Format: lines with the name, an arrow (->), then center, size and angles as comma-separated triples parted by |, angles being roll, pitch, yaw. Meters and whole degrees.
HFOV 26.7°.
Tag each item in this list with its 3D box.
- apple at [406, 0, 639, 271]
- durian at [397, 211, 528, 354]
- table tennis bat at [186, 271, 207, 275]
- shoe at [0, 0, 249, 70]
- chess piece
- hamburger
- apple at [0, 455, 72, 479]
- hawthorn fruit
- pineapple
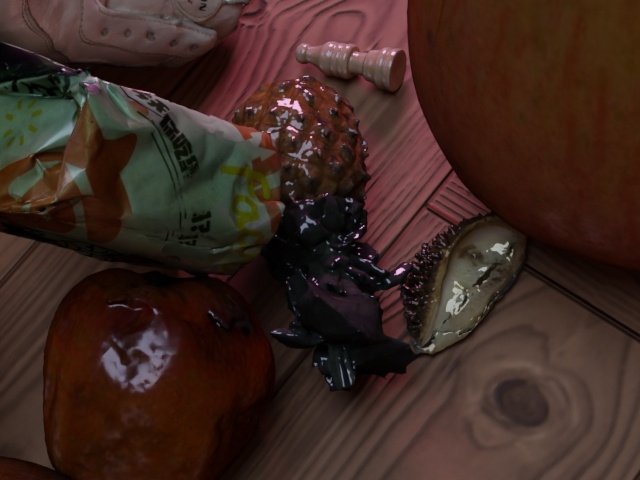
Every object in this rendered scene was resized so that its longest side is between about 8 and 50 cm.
apple -> 0.233, -0.162, 0.879 | 0.364, 0.364, 0.363 | -6, 63, 12
durian -> 0.100, 0.025, 0.995 | 0.066, 0.052, 0.130 | 42, 82, -11
table tennis bat -> -0.108, -0.037, 1.058 | 0.158, 0.014, 0.095 | 50, 129, 44
shoe -> -0.160, -0.195, 1.017 | 0.211, 0.342, 0.132 | -2, 92, 5
chess piece -> 0.021, -0.146, 1.095 | 0.092, 0.035, 0.035 | 14, 69, 24
hamburger -> -0.150, -0.045, 0.917 | 0.235, 0.214, 0.125 | 4, 71, 40
apple -> -0.225, 0.262, 0.832 | 0.254, 0.253, 0.253 | -6, 63, 12
hawthorn fruit -> -0.112, 0.105, 0.935 | 0.174, 0.173, 0.179 | 1, 65, 16
pineapple -> 0.000, 0.000, 0.981 | 0.119, 0.111, 0.237 | -6, 60, -21
